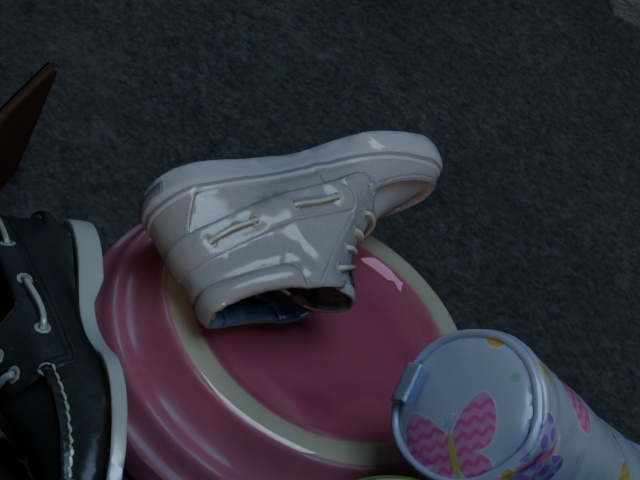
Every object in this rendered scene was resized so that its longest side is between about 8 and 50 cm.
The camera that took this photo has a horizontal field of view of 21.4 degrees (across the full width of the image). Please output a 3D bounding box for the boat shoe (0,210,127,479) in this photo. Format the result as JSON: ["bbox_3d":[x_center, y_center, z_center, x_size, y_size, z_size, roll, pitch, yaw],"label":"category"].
[{"bbox_3d":[-0.191,0.087,1.119,0.091,0.114,0.302,11,28,-22],"label":"boat shoe"}]

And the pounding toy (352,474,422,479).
[{"bbox_3d":[0.042,0.261,1.096,0.237,0.110,0.183,43,66,-15],"label":"pounding toy"}]

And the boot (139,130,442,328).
[{"bbox_3d":[0.000,0.000,1.237,0.258,0.095,0.123,-12,62,-31],"label":"boot"}]

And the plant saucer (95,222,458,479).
[{"bbox_3d":[-0.015,0.087,1.260,0.332,0.084,0.332,19,41,-18],"label":"plant saucer"}]

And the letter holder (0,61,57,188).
[{"bbox_3d":[-0.300,-0.081,1.134,0.152,0.214,0.302,32,39,-2],"label":"letter holder"}]

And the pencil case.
[{"bbox_3d":[0.155,0.156,1.194,0.124,0.113,0.273,36,-2,38],"label":"pencil case"}]
